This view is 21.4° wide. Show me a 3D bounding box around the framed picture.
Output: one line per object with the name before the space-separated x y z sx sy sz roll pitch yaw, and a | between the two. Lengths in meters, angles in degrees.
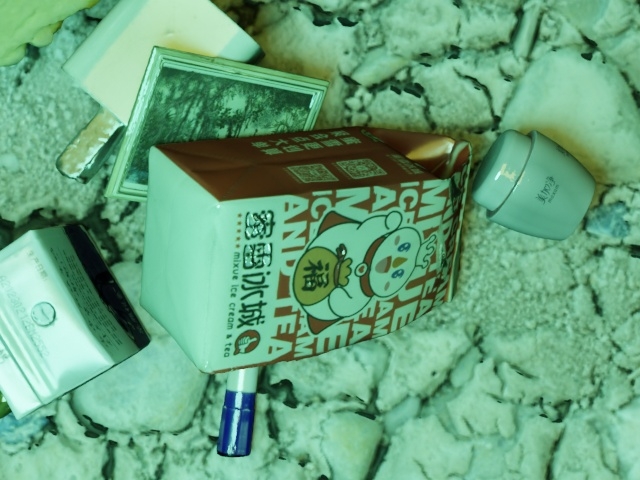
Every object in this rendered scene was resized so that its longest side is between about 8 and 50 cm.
framed picture | -0.087 -0.088 1.480 0.183 0.011 0.142 8 112 -34

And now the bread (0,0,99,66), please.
bread | -0.282 -0.398 1.405 0.371 0.279 0.390 -35 73 6

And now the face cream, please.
face cream | 0.192 -0.049 1.526 0.095 0.091 0.091 27 92 -6

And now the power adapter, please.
power adapter | -0.162 -0.134 1.517 0.125 0.130 0.205 41 93 0

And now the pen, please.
pen | -0.066 0.066 1.566 0.033 0.033 0.269 6 91 2

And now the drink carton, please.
drink carton | -0.234 0.066 1.475 0.102 0.222 0.134 -29 90 2

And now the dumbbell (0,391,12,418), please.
dumbbell | -0.324 0.114 1.565 0.118 0.052 0.046 40 115 1

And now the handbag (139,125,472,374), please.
handbag | 0.000 0.000 1.481 0.298 0.151 0.171 -7 116 -29
